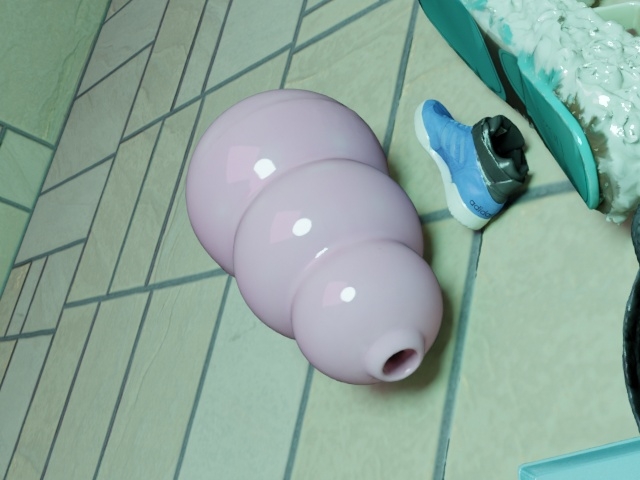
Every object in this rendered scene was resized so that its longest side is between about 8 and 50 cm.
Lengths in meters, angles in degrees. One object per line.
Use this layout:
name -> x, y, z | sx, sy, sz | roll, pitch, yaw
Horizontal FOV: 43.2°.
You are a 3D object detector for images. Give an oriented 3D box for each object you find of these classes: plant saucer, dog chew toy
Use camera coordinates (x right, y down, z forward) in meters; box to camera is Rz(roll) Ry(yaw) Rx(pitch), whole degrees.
plant saucer -> 0.207, 0.155, 0.503 | 0.192, 0.018, 0.067 | -31, 44, 42
dog chew toy -> 0.000, 0.000, 0.753 | 0.206, 0.207, 0.332 | -52, 43, 18

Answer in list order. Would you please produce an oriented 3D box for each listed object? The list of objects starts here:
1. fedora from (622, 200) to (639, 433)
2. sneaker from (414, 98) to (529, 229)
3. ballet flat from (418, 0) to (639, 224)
fedora -> 0.268, 0.020, 0.367 | 0.334, 0.152, 0.334 | -30, 44, 34
sneaker -> 0.140, -0.091, 0.732 | 0.084, 0.058, 0.152 | -46, 40, 35
ballet flat -> 0.195, -0.167, 0.676 | 0.147, 0.147, 0.409 | -48, 38, 23
